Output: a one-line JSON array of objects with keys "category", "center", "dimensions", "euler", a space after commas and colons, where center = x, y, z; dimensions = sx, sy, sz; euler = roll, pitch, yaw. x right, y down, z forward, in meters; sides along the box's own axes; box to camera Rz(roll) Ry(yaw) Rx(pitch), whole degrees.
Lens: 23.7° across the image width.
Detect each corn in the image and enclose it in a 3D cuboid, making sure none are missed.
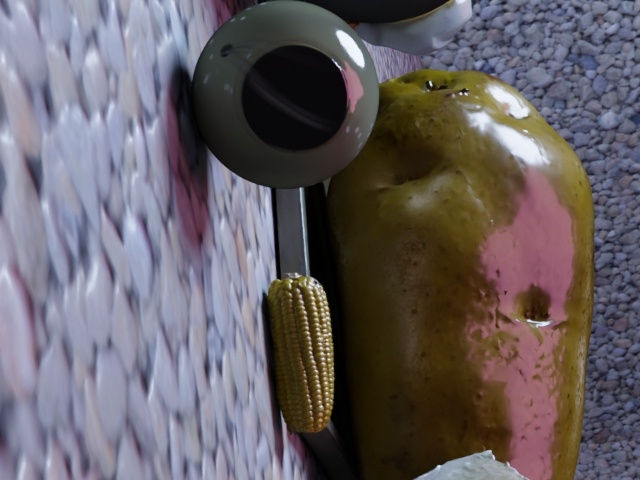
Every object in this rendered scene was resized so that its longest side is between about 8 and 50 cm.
[{"category": "corn", "center": [-0.010, 0.064, 0.865], "dimensions": [0.037, 0.037, 0.092], "euler": [51, 35, -76]}]

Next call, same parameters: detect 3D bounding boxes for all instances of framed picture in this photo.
[{"category": "framed picture", "center": [0.000, 0.000, 1.064], "dimensions": [0.247, 0.022, 0.335], "euler": [66, 18, -64]}]

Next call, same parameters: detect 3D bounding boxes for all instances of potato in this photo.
[{"category": "potato", "center": [0.097, 0.057, 1.017], "dimensions": [0.195, 0.176, 0.369], "euler": [53, 35, -72]}]

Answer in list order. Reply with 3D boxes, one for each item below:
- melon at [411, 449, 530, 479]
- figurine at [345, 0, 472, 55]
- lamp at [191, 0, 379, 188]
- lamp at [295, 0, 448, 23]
[{"category": "melon", "center": [0.075, 0.218, 0.859], "dimensions": [0.202, 0.093, 0.139], "euler": [-40, 117, -37]}, {"category": "figurine", "center": [0.061, -0.244, 1.311], "dimensions": [0.176, 0.133, 0.236], "euler": [-61, 158, 3]}, {"category": "lamp", "center": [-0.024, -0.075, 0.778], "dimensions": [0.163, 0.091, 0.091], "euler": [-146, -134, -78]}, {"category": "lamp", "center": [0.018, -0.241, 0.872], "dimensions": [0.314, 0.182, 0.182], "euler": [48, 34, -71]}]
